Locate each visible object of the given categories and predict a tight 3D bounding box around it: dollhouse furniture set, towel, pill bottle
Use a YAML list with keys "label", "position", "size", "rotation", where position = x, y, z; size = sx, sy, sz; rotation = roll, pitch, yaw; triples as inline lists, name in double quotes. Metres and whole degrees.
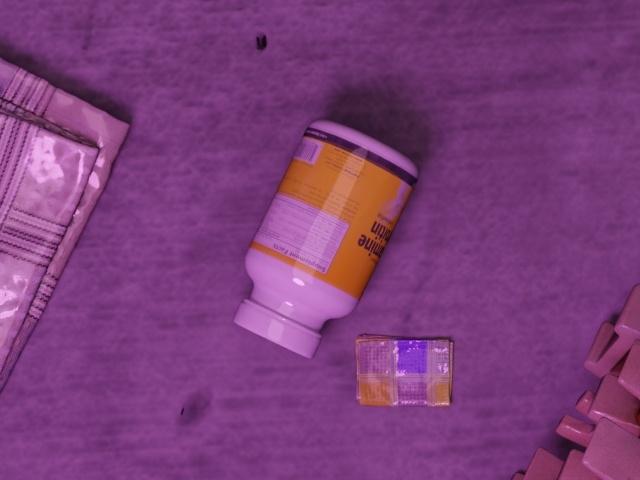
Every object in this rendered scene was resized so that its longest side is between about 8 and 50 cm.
- label: "dollhouse furniture set"
  position: [0.252, 0.171, 1.410]
  size: [0.135, 0.262, 0.259]
  rotation: [30, 56, 2]
- label: "towel"
  position: [-0.365, -0.029, 1.530]
  size: [0.312, 0.056, 0.324]
  rotation: [25, 86, 3]
- label: "towel"
  position: [0.070, 0.112, 1.528]
  size: [0.083, 0.009, 0.060]
  rotation: [3, 85, 2]
- label: "pill bottle"
  position: [0.000, 0.000, 1.492]
  size: [0.103, 0.103, 0.184]
  rotation: [26, 88, 3]
